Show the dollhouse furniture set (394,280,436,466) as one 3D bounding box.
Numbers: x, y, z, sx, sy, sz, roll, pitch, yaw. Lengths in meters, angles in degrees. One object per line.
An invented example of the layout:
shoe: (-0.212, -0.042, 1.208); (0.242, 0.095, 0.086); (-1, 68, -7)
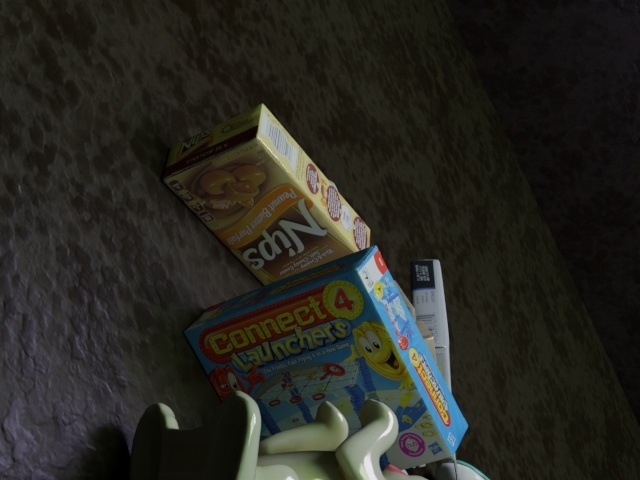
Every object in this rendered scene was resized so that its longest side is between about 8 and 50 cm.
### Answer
dollhouse furniture set: (0.069, 0.258, 1.847); (0.286, 0.198, 0.303); (-118, -162, -70)

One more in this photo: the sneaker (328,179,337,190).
sneaker: (0.000, 0.000, 2.059); (0.086, 0.085, 0.237); (0, 72, -35)

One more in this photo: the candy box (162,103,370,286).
candy box: (-0.079, -0.054, 1.813); (0.316, 0.183, 0.088); (49, 33, -34)

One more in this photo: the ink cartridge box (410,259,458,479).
ink cartridge box: (0.202, 0.238, 2.061); (0.304, 0.072, 0.307); (-88, 174, -63)

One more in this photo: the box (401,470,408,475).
box: (0.055, 0.340, 1.824); (0.072, 0.126, 0.137); (-41, 113, -19)

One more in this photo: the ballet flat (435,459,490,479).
ballet flat: (0.331, 0.589, 2.192); (0.400, 0.139, 0.139); (54, 29, -28)

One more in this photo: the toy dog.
toy dog: (0.004, 0.376, 1.401); (0.408, 0.284, 0.395); (15, 62, -31)

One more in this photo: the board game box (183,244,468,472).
board game box: (0.006, 0.198, 1.641); (0.302, 0.308, 0.086); (62, 29, -11)
